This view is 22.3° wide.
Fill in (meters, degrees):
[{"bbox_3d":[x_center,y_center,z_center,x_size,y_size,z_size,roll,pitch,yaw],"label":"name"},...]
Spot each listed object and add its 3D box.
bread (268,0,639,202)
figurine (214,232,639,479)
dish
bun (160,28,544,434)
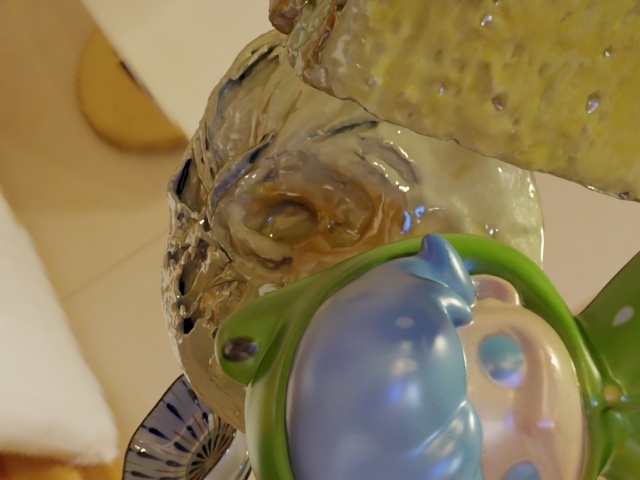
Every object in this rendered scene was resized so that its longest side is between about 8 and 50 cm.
[{"bbox_3d":[0.077,-0.102,0.600,0.196,0.138,0.102,12,15,-36],"label":"bread"},{"bbox_3d":[0.090,0.071,0.706,0.143,0.263,0.162,-103,-175,-82],"label":"figurine"},{"bbox_3d":[-0.119,0.215,1.630,0.066,0.190,0.190,38,13,-28],"label":"dish"},{"bbox_3d":[0.000,0.000,1.024,0.146,0.287,0.287,6,48,-57],"label":"bun"}]
